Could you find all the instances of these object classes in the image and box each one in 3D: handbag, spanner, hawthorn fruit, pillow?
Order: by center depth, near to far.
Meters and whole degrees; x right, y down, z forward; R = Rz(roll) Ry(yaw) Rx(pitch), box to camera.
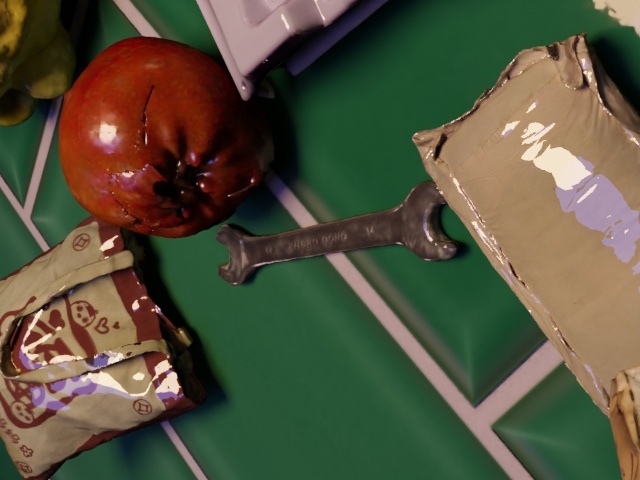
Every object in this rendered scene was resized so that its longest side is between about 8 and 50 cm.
[{"bbox_3d":[0.141,-0.003,0.415,0.119,0.053,0.208,-44,74,41],"label":"pillow"},{"bbox_3d":[0.000,0.000,0.583,0.254,0.015,0.054,-10,98,46],"label":"spanner"},{"bbox_3d":[-0.119,-0.083,0.588,0.172,0.148,0.148,58,140,45],"label":"hawthorn fruit"},{"bbox_3d":[-0.240,0.103,0.757,0.235,0.127,0.213,-29,81,24],"label":"handbag"}]

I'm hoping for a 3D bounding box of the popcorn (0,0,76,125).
[{"bbox_3d":[-0.327,-0.214,0.674,0.250,0.242,0.235,-18,76,58],"label":"popcorn"}]

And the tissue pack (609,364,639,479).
[{"bbox_3d":[0.196,0.174,0.315,0.090,0.186,0.222,-19,105,12],"label":"tissue pack"}]

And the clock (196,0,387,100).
[{"bbox_3d":[-0.010,-0.216,0.464,0.253,0.083,0.186,-30,84,46],"label":"clock"}]
